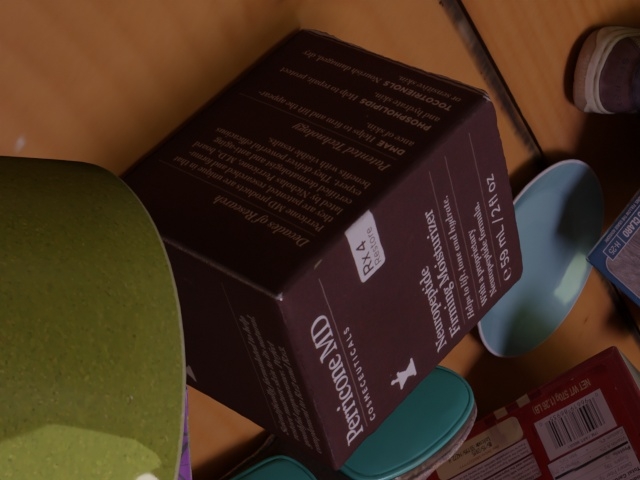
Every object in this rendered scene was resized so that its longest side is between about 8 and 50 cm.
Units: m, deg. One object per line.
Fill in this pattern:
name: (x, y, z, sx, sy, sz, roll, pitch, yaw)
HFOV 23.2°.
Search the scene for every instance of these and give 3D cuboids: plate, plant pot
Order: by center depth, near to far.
plant pot: (-0.257, 0.070, 0.693, 0.293, 0.275, 0.275, 12, 101, -38)
plate: (0.189, 0.014, 1.382, 0.188, 0.024, 0.188, -28, 129, -40)

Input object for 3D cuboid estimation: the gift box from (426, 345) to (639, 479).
gift box: (0.257, 0.253, 1.386, 0.255, 0.276, 0.258, -28, 143, 17)

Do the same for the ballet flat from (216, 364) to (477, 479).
ballet flat: (-0.010, 0.193, 1.195, 0.316, 0.107, 0.106, -25, 148, -35)

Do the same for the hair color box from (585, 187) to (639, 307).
hair color box: (0.398, -0.056, 1.443, 0.347, 0.105, 0.174, -26, 154, -53)

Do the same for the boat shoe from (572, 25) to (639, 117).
boat shoe: (0.336, -0.152, 1.406, 0.285, 0.092, 0.103, -12, 119, -48)

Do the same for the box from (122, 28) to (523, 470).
box: (0.000, 0.000, 1.016, 0.203, 0.167, 0.168, -44, 139, -26)

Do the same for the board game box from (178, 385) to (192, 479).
board game box: (-0.118, 0.179, 0.947, 0.056, 0.208, 0.347, -13, 122, -20)
